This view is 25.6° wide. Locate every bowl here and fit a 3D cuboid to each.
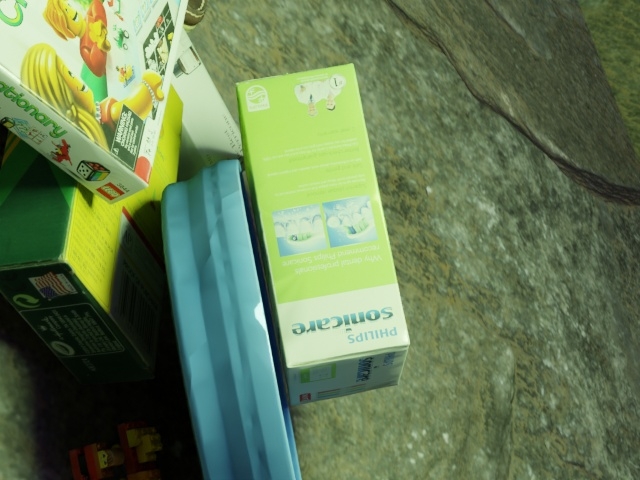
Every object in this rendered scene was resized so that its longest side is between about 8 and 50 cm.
[{"bbox_3d":[-0.074,0.124,1.273,0.391,0.077,0.391,169,-90,-88],"label":"bowl"}]

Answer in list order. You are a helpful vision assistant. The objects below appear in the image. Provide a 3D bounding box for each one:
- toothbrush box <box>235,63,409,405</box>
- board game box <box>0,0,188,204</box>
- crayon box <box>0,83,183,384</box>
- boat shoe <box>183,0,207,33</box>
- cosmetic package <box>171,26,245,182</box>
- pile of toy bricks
[{"bbox_3d":[0.000,0.000,1.390,0.206,0.122,0.283,91,-13,-74],"label":"toothbrush box"},{"bbox_3d":[-0.202,-0.204,1.185,0.193,0.053,0.305,39,42,-36],"label":"board game box"},{"bbox_3d":[-0.204,-0.056,1.280,0.202,0.081,0.318,64,24,-52],"label":"crayon box"},{"bbox_3d":[-0.162,-0.400,1.569,0.123,0.123,0.342,20,56,-53],"label":"boat shoe"},{"bbox_3d":[-0.162,-0.161,1.490,0.239,0.060,0.099,61,32,-15],"label":"cosmetic package"},{"bbox_3d":[-0.137,0.258,1.236,0.118,0.105,0.212,4,69,-58],"label":"pile of toy bricks"}]
